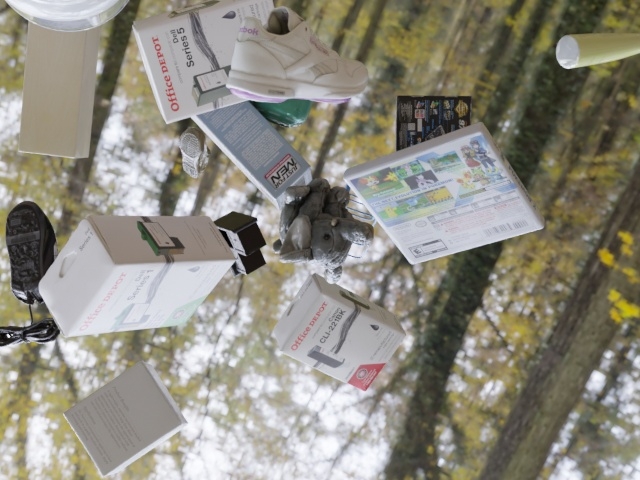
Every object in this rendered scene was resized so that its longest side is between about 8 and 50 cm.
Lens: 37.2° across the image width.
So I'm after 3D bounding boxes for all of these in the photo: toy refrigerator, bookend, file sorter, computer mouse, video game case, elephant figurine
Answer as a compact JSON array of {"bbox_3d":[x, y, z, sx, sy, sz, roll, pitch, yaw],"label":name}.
[{"bbox_3d":[-0.451,-0.283,1.656,0.102,0.269,0.094,6,-174,2],"label":"toy refrigerator"},{"bbox_3d":[-0.185,0.018,2.320,0.072,0.157,0.156,-30,-160,-20],"label":"bookend"},{"bbox_3d":[0.090,-0.054,2.483,0.105,0.118,0.170,19,-114,-3],"label":"file sorter"},{"bbox_3d":[-0.543,0.068,1.736,0.184,0.261,0.060,-16,170,28],"label":"computer mouse"},{"bbox_3d":[0.263,-0.090,2.026,0.300,0.329,0.036,49,-141,-33],"label":"video game case"},{"bbox_3d":[0.000,0.000,1.786,0.170,0.186,0.239,-8,-144,-6],"label":"elephant figurine"}]

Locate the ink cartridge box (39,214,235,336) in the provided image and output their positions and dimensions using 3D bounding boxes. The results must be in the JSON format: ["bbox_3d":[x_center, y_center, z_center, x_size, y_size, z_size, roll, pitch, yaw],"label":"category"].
[{"bbox_3d":[-0.256,0.047,1.334,0.219,0.160,0.092,-2,-130,-50],"label":"ink cartridge box"}]

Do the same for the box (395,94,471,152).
[{"bbox_3d":[0.261,-0.227,2.214,0.175,0.220,0.051,0,-178,2],"label":"box"}]

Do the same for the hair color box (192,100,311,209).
[{"bbox_3d":[-0.185,-0.248,2.143,0.374,0.113,0.185,47,177,4],"label":"hair color box"}]

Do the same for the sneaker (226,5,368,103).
[{"bbox_3d":[-0.020,-0.304,1.567,0.114,0.152,0.305,17,-163,39],"label":"sneaker"}]

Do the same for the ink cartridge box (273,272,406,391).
[{"bbox_3d":[0.047,0.235,2.430,0.273,0.197,0.114,28,-165,-21],"label":"ink cartridge box"}]

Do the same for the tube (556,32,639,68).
[{"bbox_3d":[0.550,-0.361,1.779,0.240,0.062,0.070,-12,-134,-29],"label":"tube"}]

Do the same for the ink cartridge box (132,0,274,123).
[{"bbox_3d":[-0.215,-0.372,1.907,0.273,0.198,0.115,-18,-154,-7],"label":"ink cartridge box"}]

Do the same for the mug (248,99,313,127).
[{"bbox_3d":[-0.095,-0.314,2.143,0.158,0.097,0.129,17,179,36],"label":"mug"}]

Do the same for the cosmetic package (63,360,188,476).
[{"bbox_3d":[-0.384,0.356,1.903,0.151,0.184,0.151,56,171,8],"label":"cosmetic package"}]

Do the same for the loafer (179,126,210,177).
[{"bbox_3d":[-0.258,-0.189,1.966,0.056,0.148,0.050,34,-121,9],"label":"loafer"}]

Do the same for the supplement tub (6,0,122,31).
[{"bbox_3d":[-0.372,-0.427,1.360,0.236,0.235,0.325,17,-176,-14],"label":"supplement tub"}]
